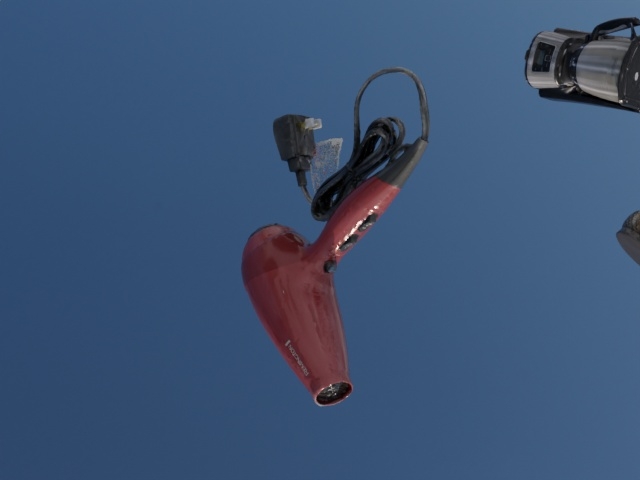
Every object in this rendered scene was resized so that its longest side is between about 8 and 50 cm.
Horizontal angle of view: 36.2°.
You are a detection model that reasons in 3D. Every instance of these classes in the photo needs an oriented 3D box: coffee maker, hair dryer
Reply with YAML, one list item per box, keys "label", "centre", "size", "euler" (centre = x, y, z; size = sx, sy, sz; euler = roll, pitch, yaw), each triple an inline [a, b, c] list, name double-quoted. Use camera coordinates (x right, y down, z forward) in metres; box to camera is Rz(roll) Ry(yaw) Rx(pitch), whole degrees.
- label: "coffee maker"
  centre: [0.406, -0.233, 1.399]
  size: [0.171, 0.120, 0.178]
  euler: [37, 171, -39]
- label: "hair dryer"
  centre: [0.000, 0.000, 0.884]
  size: [0.080, 0.223, 0.294]
  euler: [6, -98, -31]

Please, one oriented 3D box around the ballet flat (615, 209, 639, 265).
- label: "ballet flat"
  centre: [0.421, 0.060, 1.050]
  size: [0.250, 0.058, 0.084]
  euler: [46, 172, 2]
